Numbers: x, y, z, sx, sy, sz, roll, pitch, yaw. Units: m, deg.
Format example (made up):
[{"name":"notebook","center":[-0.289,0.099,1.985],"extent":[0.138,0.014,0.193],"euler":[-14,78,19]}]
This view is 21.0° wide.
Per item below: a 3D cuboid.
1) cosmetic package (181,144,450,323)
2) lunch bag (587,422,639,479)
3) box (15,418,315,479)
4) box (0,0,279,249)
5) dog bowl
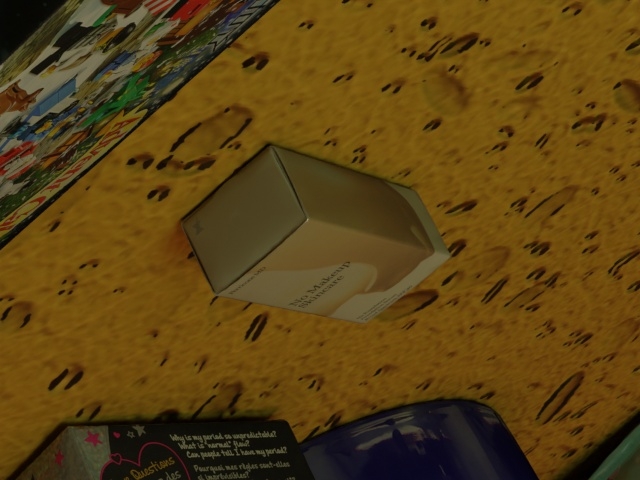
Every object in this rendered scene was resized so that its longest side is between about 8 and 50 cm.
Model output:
[{"name":"cosmetic package","center":[0.000,0.000,0.762],"extent":[0.060,0.041,0.115],"euler":[-40,152,25]},{"name":"lunch bag","center":[0.289,0.233,1.335],"extent":[0.223,0.160,0.262],"euler":[0,137,-45]},{"name":"box","center":[-0.120,0.218,0.935],"extent":[0.163,0.142,0.247],"euler":[5,138,-46]},{"name":"box","center":[-0.092,-0.050,0.515],"extent":[0.233,0.044,0.159],"euler":[-39,174,23]},{"name":"dog bowl","center":[0.024,0.215,1.108],"extent":[0.265,0.104,0.265],"euler":[-22,154,-11]}]
